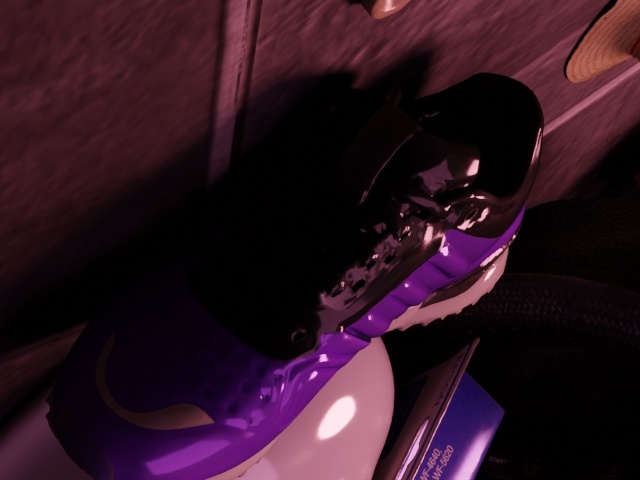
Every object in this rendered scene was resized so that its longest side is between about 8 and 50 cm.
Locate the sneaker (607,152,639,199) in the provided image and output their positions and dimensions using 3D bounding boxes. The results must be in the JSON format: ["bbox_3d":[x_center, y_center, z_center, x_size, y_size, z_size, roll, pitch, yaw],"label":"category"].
[{"bbox_3d":[0.306,-0.061,1.242,0.148,0.131,0.350,-5,138,-21],"label":"sneaker"}]

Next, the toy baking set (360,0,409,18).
[{"bbox_3d":[0.092,-0.162,0.629,0.196,0.030,0.256,-39,164,-2],"label":"toy baking set"}]

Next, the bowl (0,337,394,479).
[{"bbox_3d":[-0.061,0.142,0.926,0.298,0.134,0.298,-35,164,-12],"label":"bowl"}]

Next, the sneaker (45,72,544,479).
[{"bbox_3d":[0.000,-0.001,0.759,0.293,0.102,0.146,-33,160,-38],"label":"sneaker"}]

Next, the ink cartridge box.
[{"bbox_3d":[0.025,0.184,1.115,0.165,0.065,0.332,-60,-171,-26],"label":"ink cartridge box"}]

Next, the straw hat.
[{"bbox_3d":[0.218,-0.122,0.969,0.144,0.061,0.144,-36,163,-12],"label":"straw hat"}]

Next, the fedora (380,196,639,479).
[{"bbox_3d":[0.181,0.066,1.144,0.334,0.334,0.152,110,0,-60],"label":"fedora"}]
